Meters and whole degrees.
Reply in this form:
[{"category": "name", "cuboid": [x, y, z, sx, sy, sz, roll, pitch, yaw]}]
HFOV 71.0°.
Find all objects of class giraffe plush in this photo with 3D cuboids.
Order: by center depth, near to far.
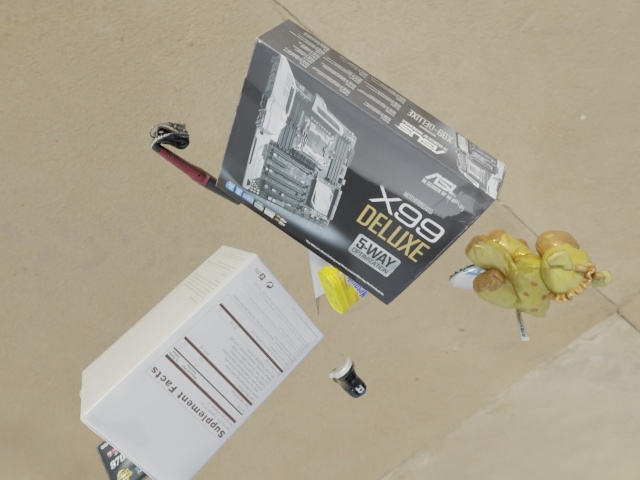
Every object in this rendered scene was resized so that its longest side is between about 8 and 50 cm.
[{"category": "giraffe plush", "cuboid": [0.387, 0.052, 0.788, 0.181, 0.211, 0.170, -10, 159, -33]}]

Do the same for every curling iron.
[{"category": "curling iron", "cuboid": [-0.222, -0.131, 0.855, 0.068, 0.035, 0.274, -28, 149, 7]}]

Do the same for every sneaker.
[{"category": "sneaker", "cuboid": [0.426, 0.100, 1.056, 0.236, 0.086, 0.085, 0, 151, 4]}, {"category": "sneaker", "cuboid": [0.102, 0.437, 1.415, 0.121, 0.217, 0.079, 41, 72, 8]}]

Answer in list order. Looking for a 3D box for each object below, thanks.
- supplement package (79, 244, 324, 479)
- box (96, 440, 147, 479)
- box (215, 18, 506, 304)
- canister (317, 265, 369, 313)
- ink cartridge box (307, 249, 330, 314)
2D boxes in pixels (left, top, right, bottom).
[{"category": "supplement package", "cuboid": [-0.177, 0.172, 0.674, 0.293, 0.177, 0.175, -44, 112, -18]}, {"category": "box", "cuboid": [-0.583, 0.665, 1.424, 0.220, 0.175, 0.051, -38, 160, 4]}, {"category": "box", "cuboid": [0.030, -0.081, 0.574, 0.307, 0.077, 0.242, 35, 139, 1]}, {"category": "canister", "cuboid": [0.091, 0.084, 1.105, 0.169, 0.073, 0.126, -33, 123, -18]}, {"category": "ink cartridge box", "cuboid": [0.000, 0.000, 1.194, 0.069, 0.176, 0.371, -3, 121, 4]}]
